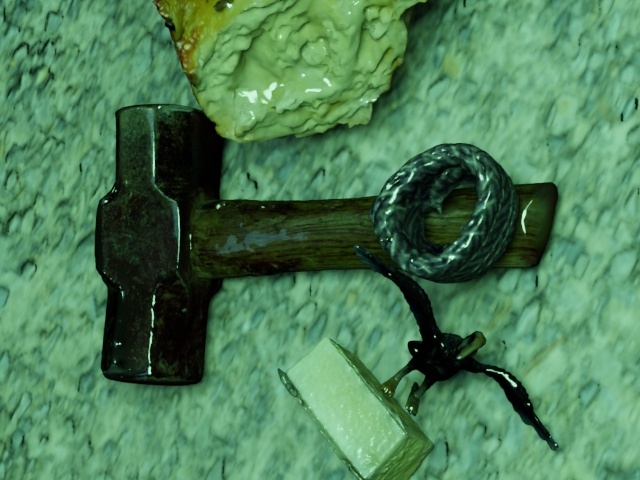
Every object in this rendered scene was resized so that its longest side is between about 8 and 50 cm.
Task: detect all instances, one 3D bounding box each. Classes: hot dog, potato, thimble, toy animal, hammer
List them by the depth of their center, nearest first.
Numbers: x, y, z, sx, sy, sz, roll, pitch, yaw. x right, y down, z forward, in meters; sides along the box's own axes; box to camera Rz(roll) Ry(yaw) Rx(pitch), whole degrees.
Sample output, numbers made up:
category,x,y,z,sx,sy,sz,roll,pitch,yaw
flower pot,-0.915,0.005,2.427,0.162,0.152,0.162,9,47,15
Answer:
category,x,y,z,sx,sy,sz,roll,pitch,yaw
thimble,0.096,-0.019,1.139,0.104,0.066,0.095,-28,70,16
toy animal,0.094,0.088,1.163,0.220,0.062,0.108,43,140,-3
hot dog,-0.047,-0.321,1.197,0.367,0.196,0.365,-65,35,40
potato,0.028,0.138,1.214,0.061,0.086,0.122,-42,63,4
hammer,0.000,0.000,1.258,0.409,0.095,0.242,-2,81,25
